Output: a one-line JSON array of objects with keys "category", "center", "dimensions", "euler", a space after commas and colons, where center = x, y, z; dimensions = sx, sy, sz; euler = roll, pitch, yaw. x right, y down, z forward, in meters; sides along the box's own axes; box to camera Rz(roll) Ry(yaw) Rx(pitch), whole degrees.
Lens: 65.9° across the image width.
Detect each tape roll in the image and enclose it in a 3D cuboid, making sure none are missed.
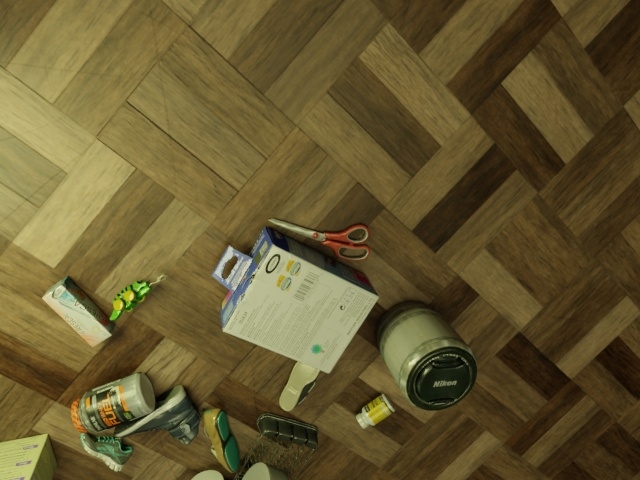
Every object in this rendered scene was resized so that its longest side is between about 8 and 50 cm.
[{"category": "tape roll", "center": [-0.176, 0.759, 1.412], "dimensions": [0.072, 0.219, 0.219], "euler": [31, 101, -22]}]

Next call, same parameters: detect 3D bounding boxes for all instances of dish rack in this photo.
[{"category": "dish rack", "center": [-0.145, 0.687, 1.550], "dimensions": [0.208, 0.074, 0.271], "euler": [23, 106, -18]}]

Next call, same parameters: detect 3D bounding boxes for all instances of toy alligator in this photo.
[{"category": "toy alligator", "center": [-0.476, 0.131, 1.271], "dimensions": [0.190, 0.056, 0.051], "euler": [-40, 73, 4]}]

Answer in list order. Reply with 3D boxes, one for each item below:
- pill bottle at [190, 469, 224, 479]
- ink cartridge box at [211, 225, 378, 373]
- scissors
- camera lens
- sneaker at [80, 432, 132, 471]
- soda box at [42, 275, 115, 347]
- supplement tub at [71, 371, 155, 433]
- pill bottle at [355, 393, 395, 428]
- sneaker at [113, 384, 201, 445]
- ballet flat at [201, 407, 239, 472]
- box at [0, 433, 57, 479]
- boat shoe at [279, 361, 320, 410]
[{"category": "pill bottle", "center": [-0.327, 0.852, 1.525], "dimensions": [0.152, 0.152, 0.272], "euler": [-12, 112, -8]}, {"category": "ink cartridge box", "center": [-0.085, 0.147, 1.310], "dimensions": [0.395, 0.151, 0.270], "euler": [27, 102, -22]}, {"category": "scissors", "center": [0.000, 0.000, 1.343], "dimensions": [0.297, 0.021, 0.109], "euler": [4, 112, -16]}, {"category": "camera lens", "center": [0.293, 0.321, 1.396], "dimensions": [0.219, 0.274, 0.219], "euler": [-4, 112, -11]}, {"category": "sneaker", "center": [-0.610, 0.586, 1.416], "dimensions": [0.076, 0.065, 0.166], "euler": [-45, 118, -12]}, {"category": "soda box", "center": [-0.609, 0.182, 1.253], "dimensions": [0.063, 0.058, 0.183], "euler": [-33, 115, 1]}, {"category": "supplement tub", "center": [-0.557, 0.441, 1.332], "dimensions": [0.190, 0.117, 0.117], "euler": [-21, 114, -5]}, {"category": "pill bottle", "center": [0.173, 0.546, 1.569], "dimensions": [0.116, 0.065, 0.065], "euler": [-36, 114, 2]}, {"category": "sneaker", "center": [-0.453, 0.536, 1.409], "dimensions": [0.226, 0.086, 0.163], "euler": [-28, 112, -2]}, {"category": "ballet flat", "center": [-0.302, 0.599, 1.488], "dimensions": [0.073, 0.080, 0.232], "euler": [-3, 111, 18]}, {"category": "box", "center": [-0.838, 0.649, 1.279], "dimensions": [0.214, 0.243, 0.117], "euler": [-7, 112, -11]}, {"category": "boat shoe", "center": [-0.049, 0.417, 1.484], "dimensions": [0.206, 0.075, 0.065], "euler": [-58, 154, 6]}]
